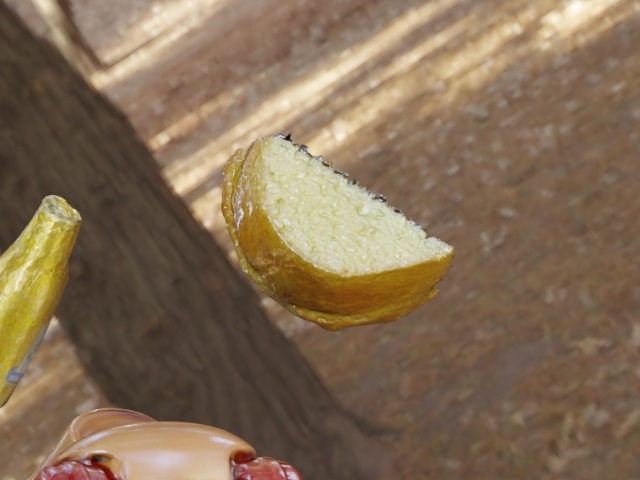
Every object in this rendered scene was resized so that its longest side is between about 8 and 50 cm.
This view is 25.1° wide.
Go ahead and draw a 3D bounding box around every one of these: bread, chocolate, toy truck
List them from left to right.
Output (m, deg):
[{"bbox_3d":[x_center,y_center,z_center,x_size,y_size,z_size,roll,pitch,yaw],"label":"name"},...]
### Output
[{"bbox_3d":[-0.284,0.057,1.333,0.219,0.086,0.085,-60,2,22],"label":"chocolate"},{"bbox_3d":[-0.124,0.240,0.971,0.189,0.264,0.239,3,-13,-25],"label":"toy truck"},{"bbox_3d":[0.001,0.010,1.454,0.134,0.260,0.129,-59,1,-28],"label":"bread"}]
